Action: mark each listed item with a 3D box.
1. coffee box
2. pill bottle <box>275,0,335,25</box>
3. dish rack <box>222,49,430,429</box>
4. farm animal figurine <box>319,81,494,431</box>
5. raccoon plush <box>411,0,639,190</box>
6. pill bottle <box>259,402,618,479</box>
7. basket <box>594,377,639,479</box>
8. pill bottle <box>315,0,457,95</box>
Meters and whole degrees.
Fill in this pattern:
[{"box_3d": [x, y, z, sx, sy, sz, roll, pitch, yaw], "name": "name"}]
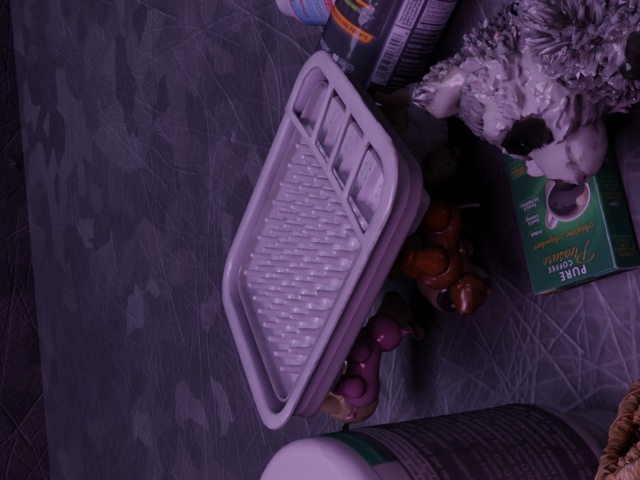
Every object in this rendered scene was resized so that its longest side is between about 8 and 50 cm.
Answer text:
[{"box_3d": [0.245, -0.045, 0.963, 0.113, 0.040, 0.184, -29, 67, 52], "name": "coffee box"}, {"box_3d": [0.010, -0.321, 1.246, 0.160, 0.087, 0.087, 18, 105, 53], "name": "pill bottle"}, {"box_3d": [0.000, 0.000, 1.001, 0.332, 0.072, 0.285, -65, 30, 26], "name": "dish rack"}, {"box_3d": [0.085, 0.034, 1.096, 0.330, 0.172, 0.326, -53, 36, 42], "name": "farm animal figurine"}, {"box_3d": [0.244, -0.267, 0.815, 0.299, 0.216, 0.446, 6, 85, 52], "name": "raccoon plush"}, {"box_3d": [0.138, 0.252, 0.845, 0.204, 0.361, 0.204, 3, 93, 55], "name": "pill bottle"}, {"box_3d": [0.321, 0.097, 0.710, 0.223, 0.214, 0.299, 57, 134, 36], "name": "basket"}, {"box_3d": [0.094, -0.293, 1.091, 0.130, 0.131, 0.245, 54, 131, 39], "name": "pill bottle"}]
